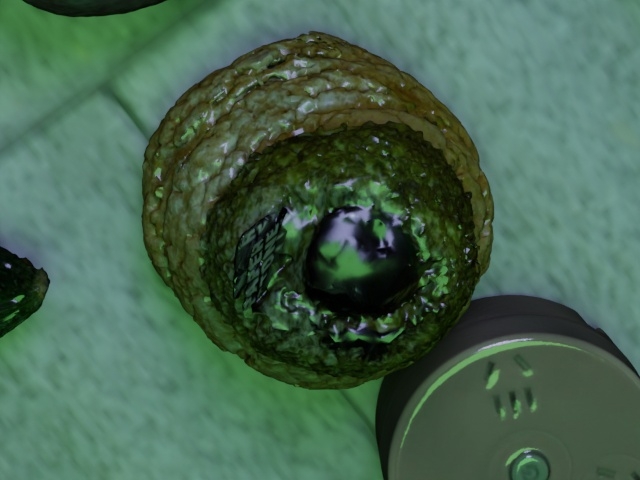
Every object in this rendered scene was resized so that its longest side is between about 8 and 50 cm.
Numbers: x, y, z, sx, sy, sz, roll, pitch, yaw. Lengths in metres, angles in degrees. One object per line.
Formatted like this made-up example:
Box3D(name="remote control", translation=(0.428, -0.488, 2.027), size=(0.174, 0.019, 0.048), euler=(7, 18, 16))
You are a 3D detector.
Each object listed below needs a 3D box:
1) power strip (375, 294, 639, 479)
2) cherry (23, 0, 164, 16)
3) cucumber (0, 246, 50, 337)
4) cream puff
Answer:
Box3D(name="power strip", translation=(0.104, 0.111, 0.825), size=(0.154, 0.078, 0.154), euler=(-1, 106, -5))
Box3D(name="cherry", translation=(-0.095, -0.183, 0.699), size=(0.176, 0.140, 0.176), euler=(-4, 103, -16))
Box3D(name="cucumber", translation=(-0.272, 0.010, 0.776), size=(0.265, 0.077, 0.077), euler=(14, 104, -9))
Box3D(name="cream puff", translation=(0.000, 0.000, 0.741), size=(0.183, 0.169, 0.183), euler=(-1, 107, -4))
